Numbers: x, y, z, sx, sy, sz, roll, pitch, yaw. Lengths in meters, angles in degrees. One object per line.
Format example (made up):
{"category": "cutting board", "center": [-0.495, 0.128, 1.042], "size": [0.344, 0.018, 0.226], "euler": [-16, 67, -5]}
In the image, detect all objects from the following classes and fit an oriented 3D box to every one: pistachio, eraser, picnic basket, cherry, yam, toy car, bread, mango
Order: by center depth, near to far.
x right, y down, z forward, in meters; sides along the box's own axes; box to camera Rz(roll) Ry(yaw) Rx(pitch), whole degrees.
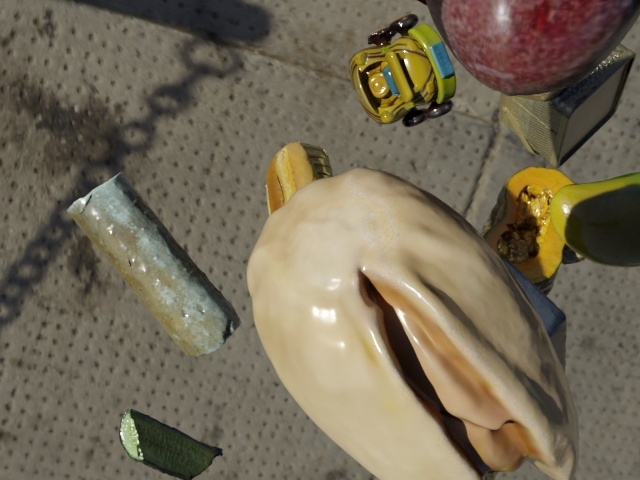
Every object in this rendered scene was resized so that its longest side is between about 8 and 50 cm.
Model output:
{"category": "pistachio", "center": [0.075, 0.090, 0.732], "size": [0.193, 0.214, 0.318], "euler": [-36, 100, 2]}
{"category": "cherry", "center": [0.217, -0.270, 0.928], "size": [0.230, 0.203, 0.300], "euler": [-8, 132, -6]}
{"category": "eraser", "center": [0.236, 0.151, 1.137], "size": [0.077, 0.111, 0.352], "euler": [-37, 149, -8]}
{"category": "yam", "center": [-0.208, 0.033, 1.168], "size": [0.093, 0.093, 0.259], "euler": [-39, 91, -2]}
{"category": "mango", "center": [0.395, -0.026, 1.198], "size": [0.191, 0.085, 0.122], "euler": [-9, 109, 4]}
{"category": "picnic basket", "center": [0.405, -0.252, 1.543], "size": [0.165, 0.267, 0.139], "euler": [-43, 72, -4]}
{"category": "toy car", "center": [0.138, -0.304, 1.739], "size": [0.142, 0.248, 0.200], "euler": [-27, 96, -24]}
{"category": "bread", "center": [-0.038, -0.079, 1.792], "size": [0.106, 0.236, 0.140], "euler": [12, 144, -38]}

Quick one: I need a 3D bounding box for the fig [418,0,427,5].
{"category": "fig", "center": [0.204, -0.421, 1.289], "size": [0.235, 0.235, 0.214], "euler": [13, 116, -21]}

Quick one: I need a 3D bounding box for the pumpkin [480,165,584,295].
{"category": "pumpkin", "center": [0.447, 0.004, 1.921], "size": [0.222, 0.139, 0.317], "euler": [27, 56, 5]}

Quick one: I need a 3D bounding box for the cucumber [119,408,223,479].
{"category": "cucumber", "center": [-0.221, 0.317, 1.363], "size": [0.046, 0.070, 0.220], "euler": [-23, 143, 24]}
